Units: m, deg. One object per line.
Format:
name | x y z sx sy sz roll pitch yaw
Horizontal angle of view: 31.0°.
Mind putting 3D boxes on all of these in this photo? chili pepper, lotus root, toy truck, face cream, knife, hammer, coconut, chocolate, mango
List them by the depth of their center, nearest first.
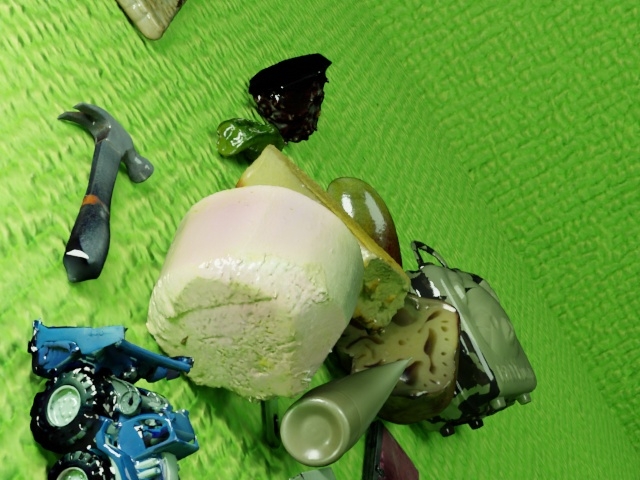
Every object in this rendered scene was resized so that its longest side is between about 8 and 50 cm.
toy truck | -0.178 0.157 1.022 0.113 0.126 0.208 33 32 -55
hammer | -0.251 -0.054 1.288 0.137 0.037 0.290 51 20 -29
coconut | -0.071 0.054 1.350 0.233 0.233 0.245 54 26 -20
face cream | 0.032 0.207 1.456 0.084 0.137 0.341 59 13 4
knife | -0.061 0.188 1.477 0.054 0.015 0.212 57 16 -36
lotus root | 0.108 0.193 1.741 0.180 0.199 0.188 94 14 -52
chili pepper | -0.101 -0.156 1.810 0.072 0.073 0.204 51 14 15
mango | 0.062 0.030 1.823 0.111 0.133 0.267 -118 -164 -73
chocolate | -0.042 -0.237 2.012 0.156 0.156 0.133 -85 159 -60

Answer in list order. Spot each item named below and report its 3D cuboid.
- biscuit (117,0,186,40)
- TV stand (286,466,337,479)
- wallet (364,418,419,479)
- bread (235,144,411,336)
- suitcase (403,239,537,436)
biscuit | -0.281 -0.439 1.779 0.217 0.044 0.325 55 19 -21
TV stand | 0.017 0.392 1.272 0.088 0.083 0.269 13 51 -64
wallet | 0.101 0.363 1.632 0.119 0.025 0.232 55 20 -19
bread | 0.000 0.000 1.664 0.274 0.114 0.185 49 6 33
suitcase | 0.227 0.155 2.020 0.339 0.194 0.351 63 18 16
